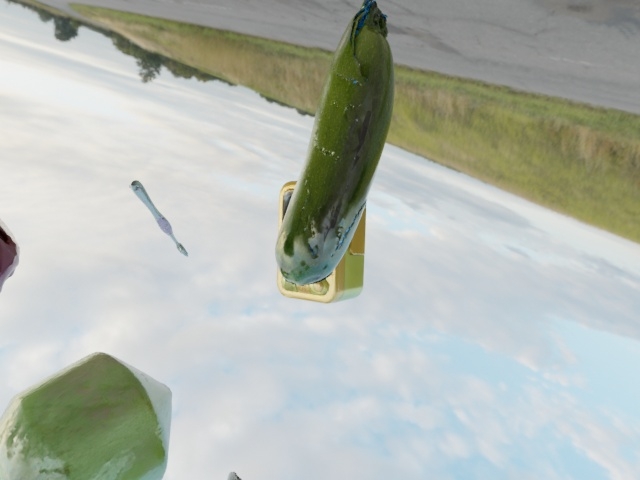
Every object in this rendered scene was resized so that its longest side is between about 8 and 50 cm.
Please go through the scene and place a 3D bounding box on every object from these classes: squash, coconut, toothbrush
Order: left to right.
[{"bbox_3d":[-0.438,0.380,0.843,0.328,0.281,0.329,20,-134,-23],"label":"coconut"},{"bbox_3d":[-0.249,-0.029,0.674,0.022,0.017,0.204,37,159,24],"label":"toothbrush"},{"bbox_3d":[0.026,-0.107,0.465,0.087,0.332,0.087,15,-177,-1],"label":"squash"}]

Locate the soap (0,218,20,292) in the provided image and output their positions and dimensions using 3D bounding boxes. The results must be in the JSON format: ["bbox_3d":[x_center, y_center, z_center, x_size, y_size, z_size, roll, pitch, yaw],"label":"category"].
[{"bbox_3d":[-0.380,0.055,0.288,0.220,0.127,0.325,1,-147,43],"label":"soap"}]

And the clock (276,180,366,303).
[{"bbox_3d":[0.000,0.000,0.739,0.143,0.202,0.096,3,-179,41],"label":"clock"}]

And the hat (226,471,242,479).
[{"bbox_3d":[-0.165,0.576,0.763,0.128,0.266,0.265,-16,-145,-31],"label":"hat"}]
